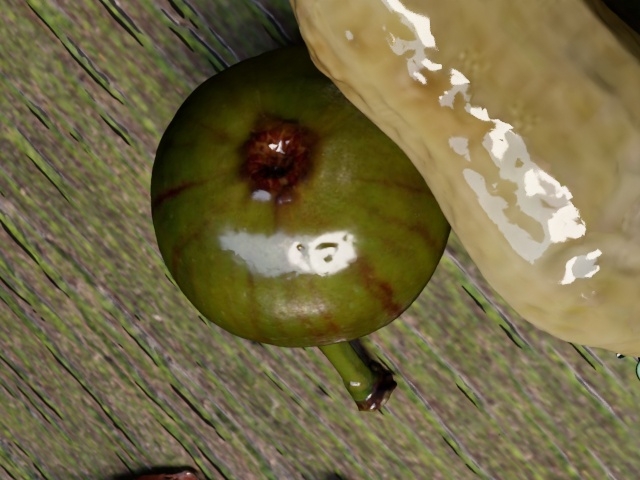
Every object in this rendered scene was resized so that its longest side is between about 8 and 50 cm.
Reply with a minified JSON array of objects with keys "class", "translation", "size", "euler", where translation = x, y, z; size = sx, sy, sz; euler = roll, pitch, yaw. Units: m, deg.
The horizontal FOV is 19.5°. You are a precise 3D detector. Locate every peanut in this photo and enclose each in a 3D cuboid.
[{"class":"peanut","translation":[0.079,-0.069,0.803],"size":[0.130,0.130,0.290],"euler":[-23,108,48]}]

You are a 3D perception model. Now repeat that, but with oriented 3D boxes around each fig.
[{"class":"fig","translation":[0.000,0.000,0.967],"size":[0.151,0.151,0.259],"euler":[29,166,17]}]

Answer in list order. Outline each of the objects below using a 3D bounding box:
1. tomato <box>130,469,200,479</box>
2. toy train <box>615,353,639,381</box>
[{"class":"tomato","translation":[-0.093,0.313,1.259],"size":[0.335,0.176,0.289],"euler":[22,134,26]},{"class":"toy train","translation":[0.198,0.042,0.873],"size":[0.148,0.038,0.071],"euler":[-2,121,42]}]
